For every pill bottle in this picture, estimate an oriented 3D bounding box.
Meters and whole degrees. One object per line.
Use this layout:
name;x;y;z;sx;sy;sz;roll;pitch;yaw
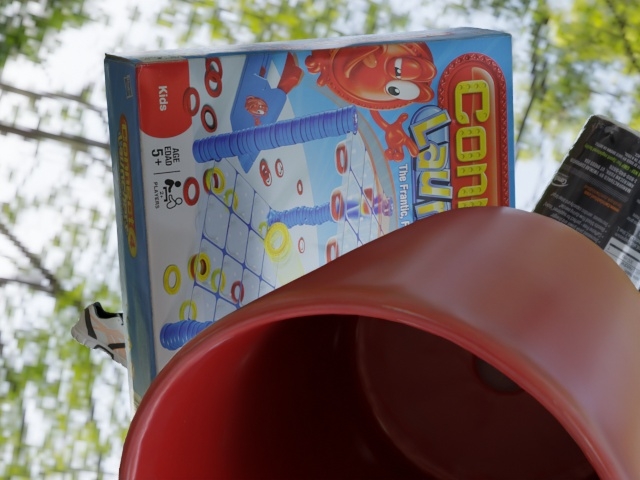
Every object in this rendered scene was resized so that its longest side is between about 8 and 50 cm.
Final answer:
pill bottle;0.255;0.011;1.468;0.245;0.130;0.130;-58;-143;4

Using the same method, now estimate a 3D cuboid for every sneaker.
sneaker;-0.199;0.100;1.529;0.043;0.109;0.040;-64;178;12

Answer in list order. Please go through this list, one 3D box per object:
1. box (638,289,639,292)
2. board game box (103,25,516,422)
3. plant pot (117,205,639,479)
box;0.370;0.139;1.783;0.381;0.143;0.191;-39;-141;-24
board game box;0.000;0.000;1.159;0.086;0.302;0.308;-157;-119;-65
plant pot;0.066;0.110;0.802;0.275;0.243;0.275;9;-66;20
